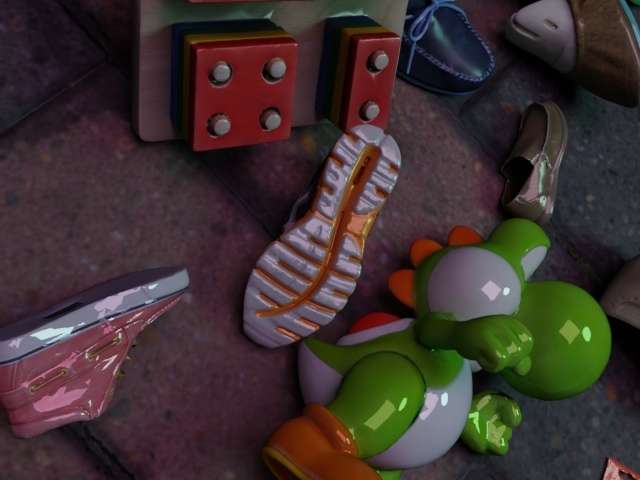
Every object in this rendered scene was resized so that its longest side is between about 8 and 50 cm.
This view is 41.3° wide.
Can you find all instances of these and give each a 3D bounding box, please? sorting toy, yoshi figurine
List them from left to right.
[{"bbox_3d":[-0.020,-0.201,0.714,0.257,0.255,0.089,-10,35,-27],"label":"sorting toy"},{"bbox_3d":[0.127,0.124,0.720,0.362,0.204,0.203,-44,110,-32],"label":"yoshi figurine"}]

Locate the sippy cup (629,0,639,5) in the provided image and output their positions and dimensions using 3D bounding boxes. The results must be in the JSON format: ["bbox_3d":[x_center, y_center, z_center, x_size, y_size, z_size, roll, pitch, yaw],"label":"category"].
[{"bbox_3d":[0.420,-0.445,1.024,0.240,0.305,0.224,-29,72,12],"label":"sippy cup"}]

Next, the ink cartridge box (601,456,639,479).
[{"bbox_3d":[0.297,0.275,0.826,0.063,0.029,0.115,32,63,-11],"label":"ink cartridge box"}]

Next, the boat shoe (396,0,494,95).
[{"bbox_3d":[0.075,-0.241,0.862,0.258,0.089,0.109,31,63,-12],"label":"boat shoe"}]

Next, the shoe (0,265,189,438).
[{"bbox_3d":[-0.171,0.083,0.663,0.178,0.064,0.081,-25,107,-41],"label":"shoe"}]

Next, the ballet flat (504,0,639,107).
[{"bbox_3d":[0.254,-0.293,0.961,0.124,0.116,0.342,-15,79,-7],"label":"ballet flat"}]

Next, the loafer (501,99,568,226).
[{"bbox_3d":[0.223,-0.087,0.898,0.050,0.056,0.148,19,66,-25],"label":"loafer"}]

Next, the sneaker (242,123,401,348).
[{"bbox_3d":[0.000,0.000,0.758,0.084,0.083,0.214,34,81,-9],"label":"sneaker"}]

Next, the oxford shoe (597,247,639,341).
[{"bbox_3d":[0.424,0.150,0.899,0.130,0.123,0.348,-42,95,-3],"label":"oxford shoe"}]
